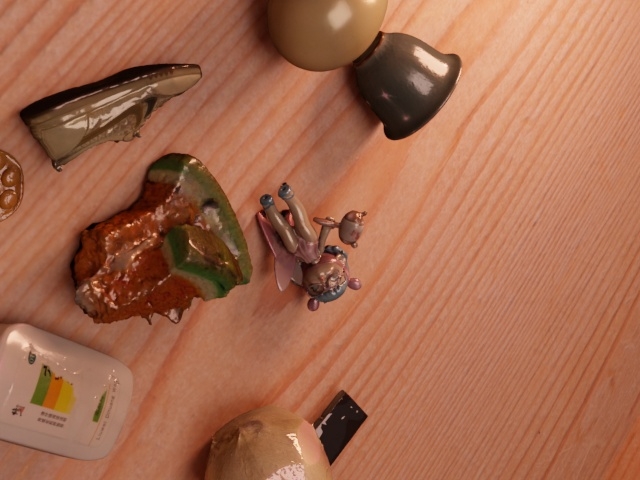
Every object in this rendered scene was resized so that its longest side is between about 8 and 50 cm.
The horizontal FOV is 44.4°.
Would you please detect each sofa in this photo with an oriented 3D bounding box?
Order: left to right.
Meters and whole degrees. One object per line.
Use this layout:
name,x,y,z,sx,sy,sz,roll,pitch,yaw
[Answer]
sofa,0.018,0.383,1.600,0.085,0.060,0.147,49,69,-21

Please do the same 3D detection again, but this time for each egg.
egg,0.014,-0.386,1.280,0.186,0.185,0.242,49,61,-38

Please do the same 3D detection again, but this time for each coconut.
coconut,-0.096,0.403,1.392,0.227,0.227,0.231,-36,124,-29

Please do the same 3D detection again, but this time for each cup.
cup,0.138,-0.306,1.437,0.150,0.199,0.199,36,77,-24

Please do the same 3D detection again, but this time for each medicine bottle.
medicine bottle,-0.417,0.208,1.118,0.296,0.111,0.161,34,61,-40

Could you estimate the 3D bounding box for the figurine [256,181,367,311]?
figurine,-0.009,-0.002,1.417,0.205,0.103,0.260,-32,121,-1

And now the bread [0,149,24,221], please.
bread,-0.455,-0.075,1.065,0.110,0.024,0.110,-15,113,-39

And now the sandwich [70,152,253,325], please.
sandwich,-0.238,0.023,1.193,0.301,0.162,0.251,-35,119,-33

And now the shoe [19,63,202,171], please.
shoe,-0.288,-0.190,1.133,0.274,0.103,0.098,-28,120,-26
